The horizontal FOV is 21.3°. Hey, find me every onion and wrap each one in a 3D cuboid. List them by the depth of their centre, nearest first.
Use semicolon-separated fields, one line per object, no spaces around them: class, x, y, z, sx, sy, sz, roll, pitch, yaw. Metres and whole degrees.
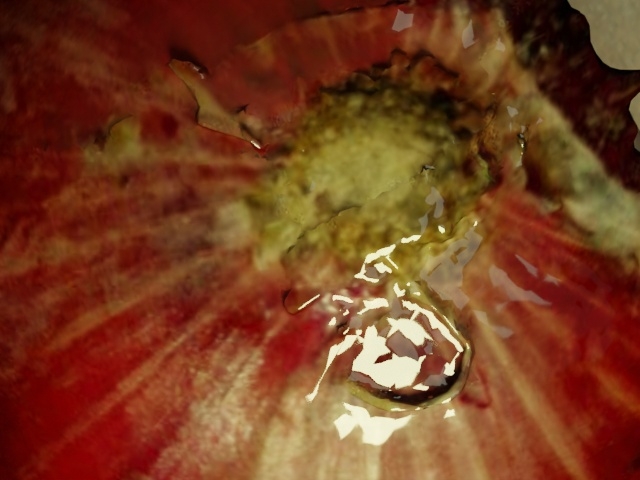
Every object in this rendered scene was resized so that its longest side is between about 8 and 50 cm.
onion;0.002;0.003;0.647;0.341;0.341;0.341;-2;94;-28
